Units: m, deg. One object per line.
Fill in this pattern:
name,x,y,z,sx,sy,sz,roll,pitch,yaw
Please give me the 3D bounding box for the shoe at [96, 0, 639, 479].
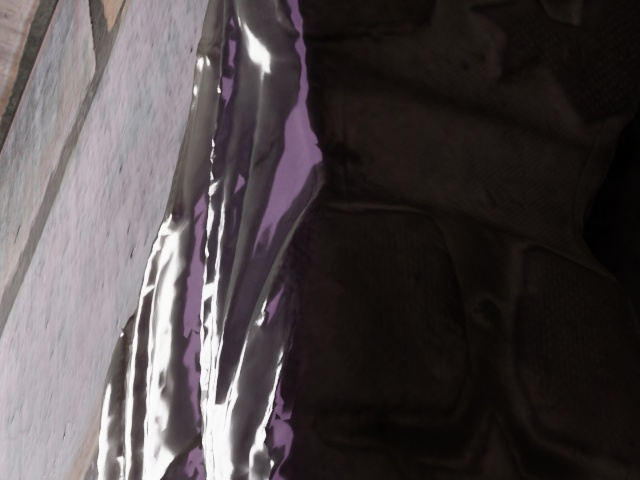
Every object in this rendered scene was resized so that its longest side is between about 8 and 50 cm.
shoe,0.000,0.000,0.515,0.210,0.132,0.342,-44,35,52
